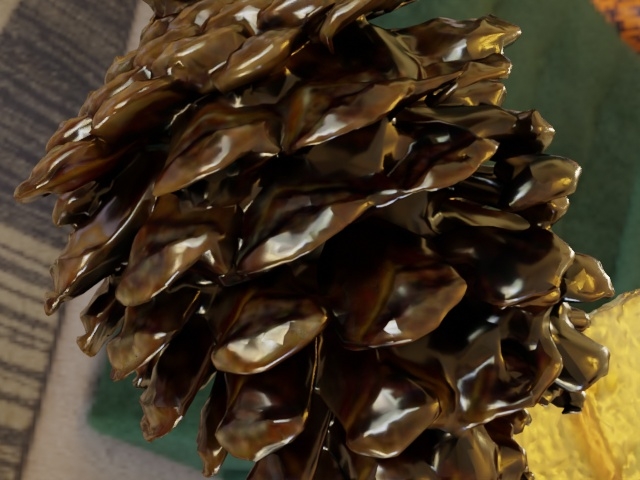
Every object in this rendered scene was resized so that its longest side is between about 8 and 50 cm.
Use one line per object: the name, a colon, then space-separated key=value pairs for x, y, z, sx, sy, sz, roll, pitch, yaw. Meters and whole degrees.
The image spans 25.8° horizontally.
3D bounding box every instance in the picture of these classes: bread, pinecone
bread: x=0.175 y=0.144 z=0.859 sx=0.240 sy=0.135 sz=0.178 roll=-25 pitch=127 yaw=-34
pinecone: x=0.000 y=0.000 z=0.585 sx=0.224 sy=0.224 sz=0.272 roll=-28 pitch=93 yaw=-53
